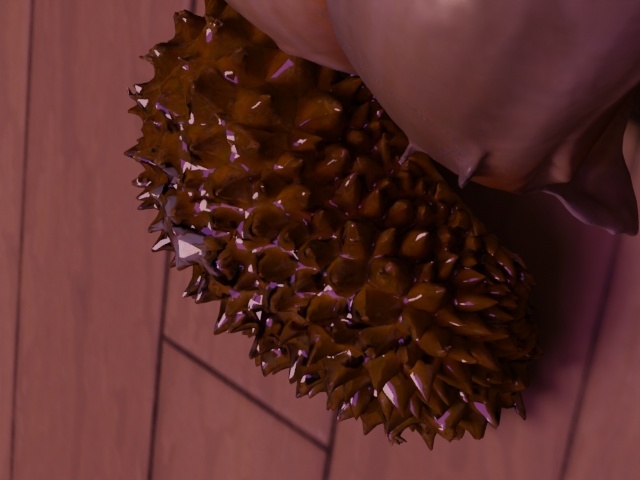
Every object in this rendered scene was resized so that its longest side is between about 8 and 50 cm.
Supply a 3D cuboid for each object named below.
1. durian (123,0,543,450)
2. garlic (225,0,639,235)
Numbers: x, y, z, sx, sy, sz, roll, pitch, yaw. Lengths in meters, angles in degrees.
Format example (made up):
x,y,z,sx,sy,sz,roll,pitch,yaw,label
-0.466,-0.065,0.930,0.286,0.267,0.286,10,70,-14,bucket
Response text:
x,y,z,sx,sy,sz,roll,pitch,yaw,label
-0.004,0.001,0.756,0.250,0.138,0.183,52,133,9,durian
0.072,-0.160,0.578,0.313,0.249,0.286,109,150,-47,garlic
